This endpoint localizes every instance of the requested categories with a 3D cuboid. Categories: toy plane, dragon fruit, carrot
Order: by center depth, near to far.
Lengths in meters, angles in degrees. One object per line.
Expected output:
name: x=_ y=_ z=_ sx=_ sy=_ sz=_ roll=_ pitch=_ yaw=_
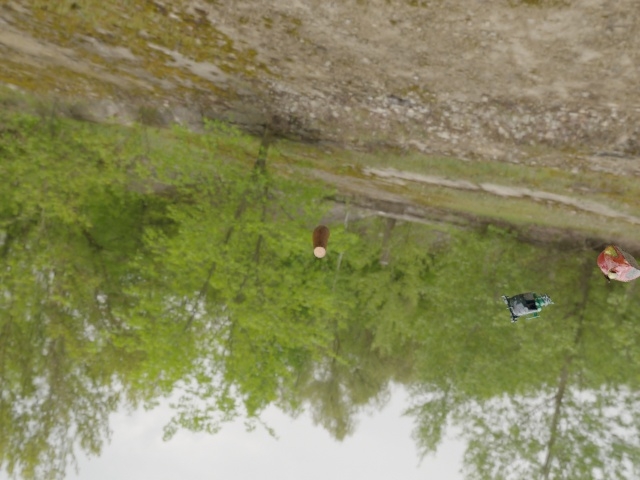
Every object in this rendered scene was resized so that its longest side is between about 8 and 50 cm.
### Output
carrot: x=0.000 y=0.000 z=0.949 sx=0.032 sy=0.032 sz=0.093 roll=13 pitch=-156 yaw=-3
dragon fruit: x=0.566 y=0.052 z=1.056 sx=0.083 sy=0.060 sz=0.056 roll=24 pitch=-139 yaw=-32
toy plane: x=0.451 y=0.136 z=1.199 sx=0.096 sy=0.060 sz=0.235 roll=-22 pitch=163 yaw=19
